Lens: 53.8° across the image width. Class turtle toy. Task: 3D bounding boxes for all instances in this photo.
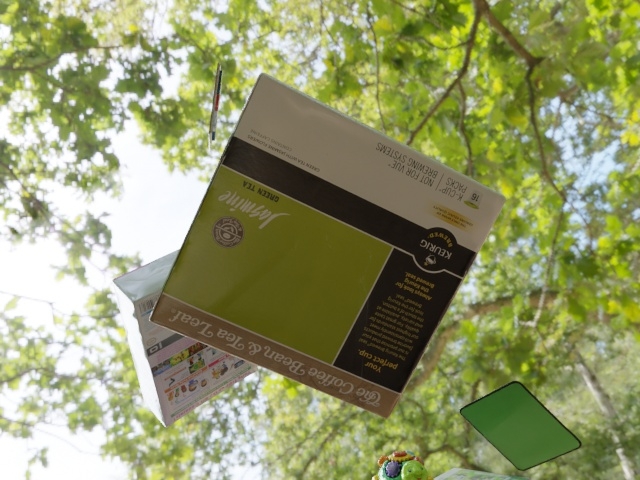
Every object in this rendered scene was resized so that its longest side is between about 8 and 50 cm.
[{"bbox_3d":[0.145,0.398,1.080,0.095,0.066,0.130,-6,-1,-16],"label":"turtle toy"}]

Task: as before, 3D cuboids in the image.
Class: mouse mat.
[{"bbox_3d":[0.379,0.358,1.206,0.189,0.007,0.152,44,-54,-8],"label":"mouse mat"}]

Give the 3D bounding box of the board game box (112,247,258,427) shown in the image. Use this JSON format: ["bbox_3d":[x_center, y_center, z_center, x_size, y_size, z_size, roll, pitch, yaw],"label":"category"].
[{"bbox_3d":[-0.247,0.169,1.199,0.224,0.097,0.304,-27,-52,-33],"label":"board game box"}]

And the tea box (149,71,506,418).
[{"bbox_3d":[0.000,0.000,0.838,0.328,0.220,0.324,25,-81,-11],"label":"tea box"}]

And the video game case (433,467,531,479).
[{"bbox_3d":[0.239,0.464,1.137,0.193,0.023,0.212,-14,-6,-29],"label":"video game case"}]

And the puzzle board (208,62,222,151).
[{"bbox_3d":[-0.183,-0.230,1.101,0.011,0.128,0.096,7,-12,-8],"label":"puzzle board"}]
